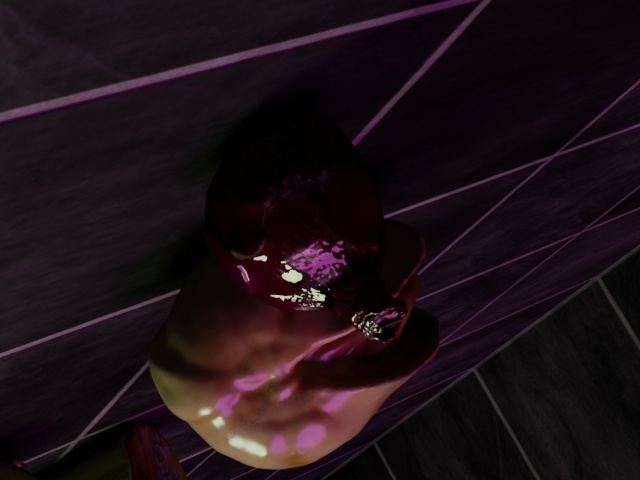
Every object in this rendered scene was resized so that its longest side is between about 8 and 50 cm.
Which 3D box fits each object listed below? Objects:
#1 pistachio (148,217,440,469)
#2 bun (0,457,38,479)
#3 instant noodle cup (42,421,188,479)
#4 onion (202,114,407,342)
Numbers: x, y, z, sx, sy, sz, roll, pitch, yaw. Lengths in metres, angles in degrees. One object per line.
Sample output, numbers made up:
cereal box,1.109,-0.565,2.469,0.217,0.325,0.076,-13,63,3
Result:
pistachio,-0.019,0.087,1.464,0.238,0.229,0.321,14,-150,43
bun,-0.424,0.362,1.770,0.259,0.160,0.259,-25,167,-6
instant noodle cup,-0.284,0.402,2.058,0.200,0.264,0.264,-23,168,8
onion,-0.015,0.006,1.204,0.135,0.198,0.173,-22,149,-8
